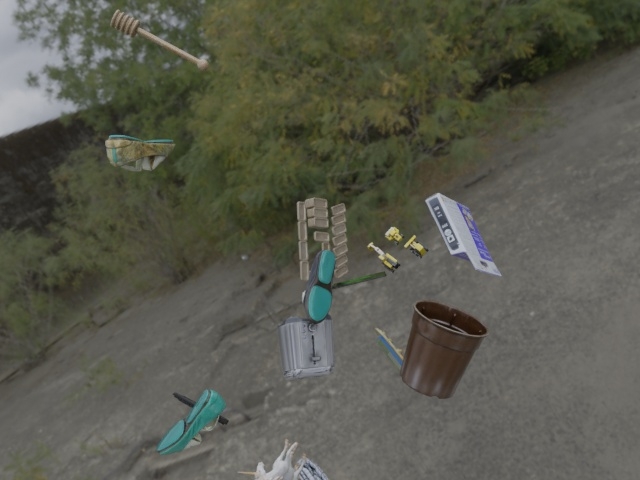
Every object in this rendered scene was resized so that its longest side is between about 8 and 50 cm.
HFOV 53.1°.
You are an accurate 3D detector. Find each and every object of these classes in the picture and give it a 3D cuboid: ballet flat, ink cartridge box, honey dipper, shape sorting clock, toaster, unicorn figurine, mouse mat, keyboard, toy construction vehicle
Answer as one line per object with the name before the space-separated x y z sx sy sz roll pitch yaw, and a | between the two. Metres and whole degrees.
ballet flat | -0.346 0.516 1.757 0.247 0.087 0.083 -48 20 12
ink cartridge box | 0.350 -0.002 1.554 0.045 0.208 0.206 -32 -24 24
honey dipper | -0.252 -0.315 1.020 0.030 0.160 0.030 -59 14 25
ballet flat | -0.007 0.118 1.552 0.074 0.074 0.203 -23 44 41
ballet flat | -0.599 -0.288 2.150 0.123 0.123 0.348 -29 -2 17
shape sorting clock | 0.236 0.353 1.991 0.040 0.206 0.206 -36 11 -10
toaster | -0.039 0.269 1.599 0.129 0.146 0.227 -2 -14 -15
unicorn figurine | -0.081 0.482 1.356 0.060 0.162 0.111 -5 45 42
mouse mat | 0.105 0.108 1.756 0.152 0.007 0.189 -14 -2 4
keyboard | -0.368 0.523 1.983 0.023 0.180 0.108 -62 -23 -15
toy construction vehicle | 0.153 0.015 1.285 0.086 0.035 0.098 -44 55 -4

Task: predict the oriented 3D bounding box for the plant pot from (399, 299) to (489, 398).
plant pot | 0.253 0.237 1.379 0.167 0.167 0.165 -79 7 -75

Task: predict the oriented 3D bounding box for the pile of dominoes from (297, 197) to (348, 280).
pile of dominoes | 0.000 0.000 1.926 0.196 0.251 0.040 5 -11 -42

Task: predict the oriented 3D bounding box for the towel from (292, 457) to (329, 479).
towel | 0.001 0.778 1.772 0.121 0.235 0.283 -23 27 -19
